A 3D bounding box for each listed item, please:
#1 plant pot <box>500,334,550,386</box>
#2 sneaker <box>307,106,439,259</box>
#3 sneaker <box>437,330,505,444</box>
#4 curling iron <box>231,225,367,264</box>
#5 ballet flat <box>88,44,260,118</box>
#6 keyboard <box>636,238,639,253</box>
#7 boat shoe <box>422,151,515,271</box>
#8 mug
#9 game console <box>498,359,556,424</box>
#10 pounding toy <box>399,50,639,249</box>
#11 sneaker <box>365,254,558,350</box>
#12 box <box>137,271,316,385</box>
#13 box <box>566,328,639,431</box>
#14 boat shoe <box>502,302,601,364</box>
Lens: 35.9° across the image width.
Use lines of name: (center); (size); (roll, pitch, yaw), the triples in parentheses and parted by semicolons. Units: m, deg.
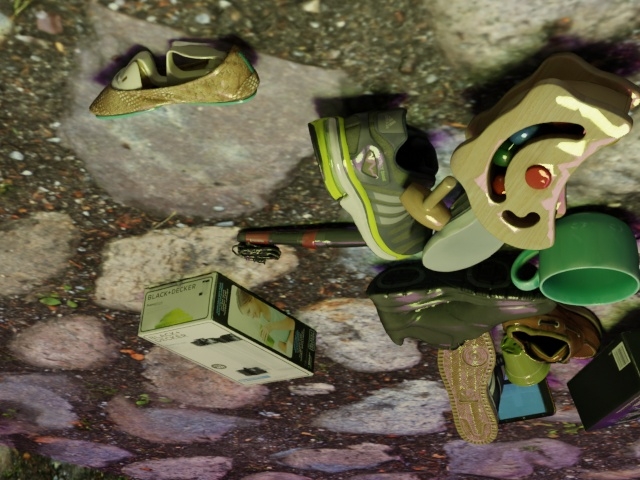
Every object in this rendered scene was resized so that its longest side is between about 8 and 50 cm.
plant pot: (0.352, 0.201, 1.735); (0.083, 0.083, 0.079); (-10, 138, 27)
sneaker: (0.094, -0.064, 1.211); (0.121, 0.111, 0.300); (-15, 153, 18)
sneaker: (0.273, 0.210, 1.756); (0.099, 0.153, 0.282); (-1, 123, 17)
curling iron: (0.000, 0.000, 1.429); (0.274, 0.035, 0.068); (-6, 156, 22)
ballet flat: (-0.168, -0.180, 1.083); (0.206, 0.073, 0.067); (-6, 124, 16)
keyboard: (0.554, 0.037, 1.437); (0.256, 0.014, 0.072); (23, 153, -31)
boat shoe: (0.203, -0.044, 1.240); (0.080, 0.076, 0.228); (15, 141, -20)
mug: (0.349, 0.018, 1.334); (0.158, 0.097, 0.129); (8, 154, -5)
game console: (0.358, 0.288, 1.887); (0.144, 0.085, 0.124); (-20, 144, 40)
pounding toy: (0.217, -0.061, 1.054); (0.154, 0.155, 0.269); (42, 133, -8)
sneaker: (0.215, 0.099, 1.469); (0.286, 0.109, 0.130); (-2, 120, 30)
box: (-0.157, 0.162, 1.720); (0.169, 0.087, 0.290); (-13, 148, 32)
box: (0.555, 0.226, 1.660); (0.184, 0.103, 0.261); (-12, 156, -13)
boat shoe: (0.364, 0.151, 1.589); (0.111, 0.104, 0.307); (-18, 147, 35)
